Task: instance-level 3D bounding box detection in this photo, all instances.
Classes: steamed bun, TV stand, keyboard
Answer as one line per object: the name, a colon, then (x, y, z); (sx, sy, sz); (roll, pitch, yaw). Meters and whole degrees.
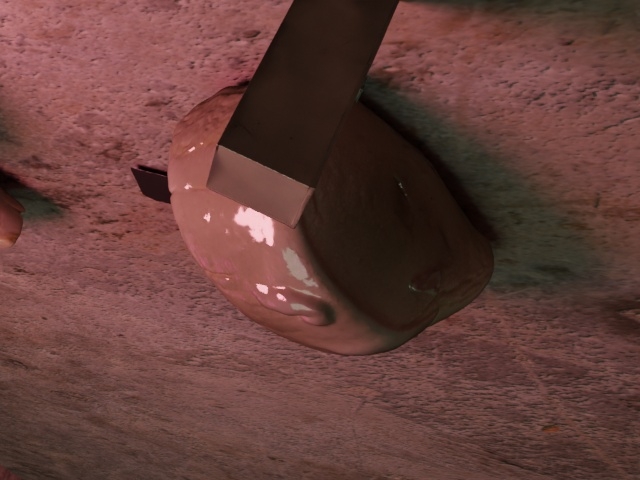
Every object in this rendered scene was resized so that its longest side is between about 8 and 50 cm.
steamed bun: (0.001, 0.005, 1.341); (0.247, 0.236, 0.383); (-6, 141, 46)
TV stand: (-0.002, -0.150, 1.022); (0.088, 0.270, 0.083); (25, 153, -1)
keyboard: (-0.162, -0.061, 1.597); (0.196, 0.015, 0.074); (13, 148, 19)

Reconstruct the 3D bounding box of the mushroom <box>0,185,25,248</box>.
mushroom: (-0.635, -0.105, 1.760); (0.407, 0.138, 0.154); (34, 168, -14)
